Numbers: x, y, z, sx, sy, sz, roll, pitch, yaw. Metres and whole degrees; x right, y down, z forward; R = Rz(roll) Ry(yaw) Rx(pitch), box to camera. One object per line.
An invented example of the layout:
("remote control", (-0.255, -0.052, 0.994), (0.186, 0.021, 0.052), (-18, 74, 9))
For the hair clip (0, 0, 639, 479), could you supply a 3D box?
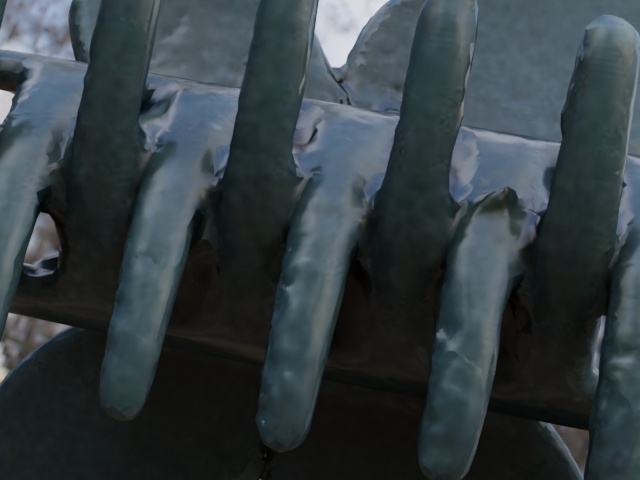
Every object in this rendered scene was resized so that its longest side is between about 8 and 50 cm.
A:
("hair clip", (0.000, 0.000, 0.752), (0.318, 0.392, 0.238), (12, -7, 6))
